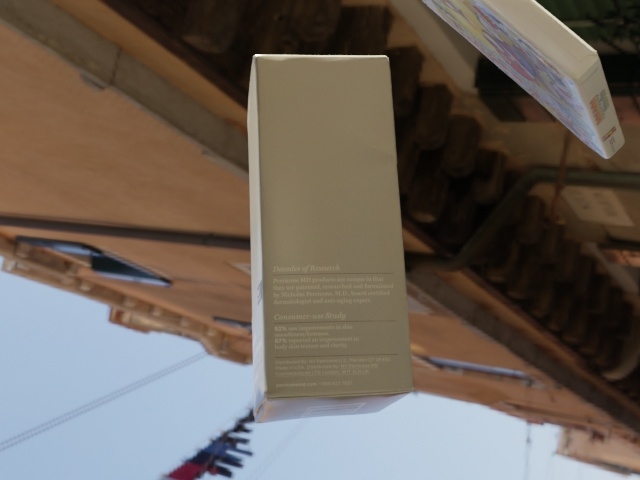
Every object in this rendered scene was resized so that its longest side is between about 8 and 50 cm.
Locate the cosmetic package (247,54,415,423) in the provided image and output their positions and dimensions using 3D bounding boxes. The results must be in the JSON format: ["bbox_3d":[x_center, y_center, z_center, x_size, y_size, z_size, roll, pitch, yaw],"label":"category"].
[{"bbox_3d":[0.000,0.000,0.637,0.127,0.107,0.237,109,156,-70],"label":"cosmetic package"}]

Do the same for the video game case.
[{"bbox_3d":[0.130,-0.164,0.684,0.026,0.227,0.206,-47,-23,9],"label":"video game case"}]
